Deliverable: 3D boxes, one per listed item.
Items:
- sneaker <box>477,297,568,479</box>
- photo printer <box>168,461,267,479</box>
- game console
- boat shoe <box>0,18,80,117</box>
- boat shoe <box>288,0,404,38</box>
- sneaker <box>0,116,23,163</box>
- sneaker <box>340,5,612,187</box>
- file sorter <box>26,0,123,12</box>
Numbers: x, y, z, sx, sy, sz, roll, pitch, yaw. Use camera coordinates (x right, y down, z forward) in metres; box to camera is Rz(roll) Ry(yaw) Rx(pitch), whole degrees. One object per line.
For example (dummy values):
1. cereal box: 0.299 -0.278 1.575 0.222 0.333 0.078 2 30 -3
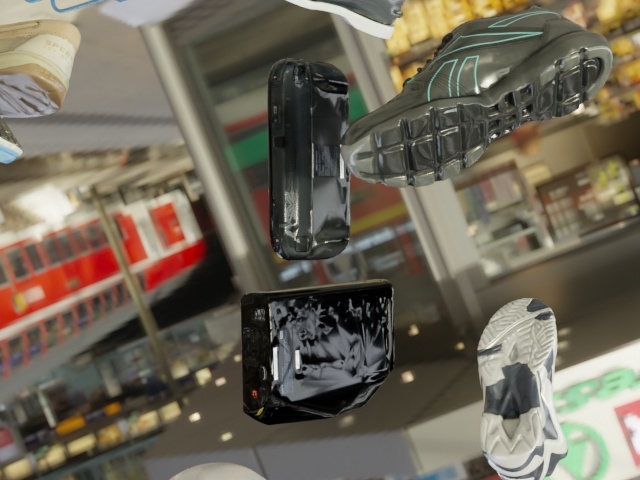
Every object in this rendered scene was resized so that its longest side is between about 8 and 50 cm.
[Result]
1. sneaker: 0.245 0.198 1.461 0.094 0.153 0.235 -6 -131 13
2. photo printer: -0.048 0.363 1.354 0.107 0.308 0.256 -56 172 3
3. game console: 0.000 0.000 1.229 0.044 0.361 0.213 1 -178 37
4. boat shoe: -0.449 -0.221 1.589 0.341 0.110 0.121 1 150 31
5. boat shoe: 0.000 -0.352 1.612 0.303 0.114 0.091 7 116 -49
6. sneaker: -0.349 -0.097 1.139 0.073 0.063 0.162 -45 155 15
7. sneaker: 0.132 -0.135 1.119 0.267 0.106 0.101 -24 143 -12
8. file sorter: -0.277 -0.294 1.148 0.105 0.118 0.170 -9 169 34
